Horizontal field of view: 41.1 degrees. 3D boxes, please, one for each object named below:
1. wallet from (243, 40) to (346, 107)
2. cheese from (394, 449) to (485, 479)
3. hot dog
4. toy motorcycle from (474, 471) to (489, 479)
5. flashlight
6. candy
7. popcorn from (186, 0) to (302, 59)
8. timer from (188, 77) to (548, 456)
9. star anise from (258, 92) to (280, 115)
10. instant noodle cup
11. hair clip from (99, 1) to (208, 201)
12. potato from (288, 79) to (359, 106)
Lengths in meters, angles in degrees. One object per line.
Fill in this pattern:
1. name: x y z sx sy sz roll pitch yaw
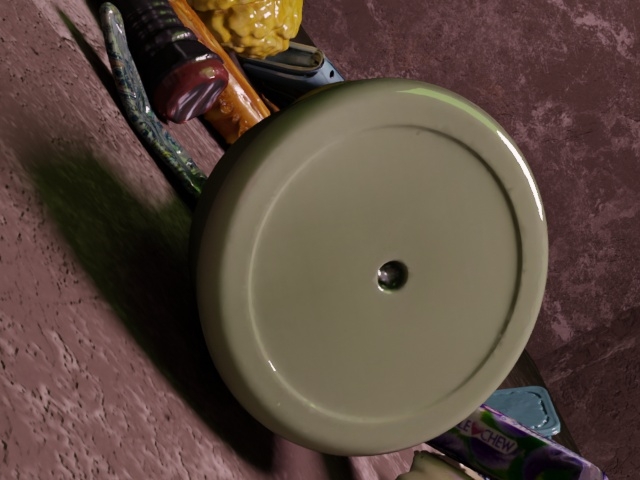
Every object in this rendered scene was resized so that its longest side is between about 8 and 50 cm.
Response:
1. wallet: -0.017 -0.279 1.557 0.176 0.075 0.250 18 -8 29
2. cheese: 0.154 0.295 0.785 0.233 0.127 0.266 34 -6 31
3. hot dog: -0.137 -0.205 1.070 0.269 0.072 0.115 52 14 -19
4. toy motorcycle: 0.236 0.338 1.212 0.114 0.076 0.205 54 11 31
5. flashlight: -0.193 -0.240 0.931 0.232 0.093 0.093 55 11 13
6. candy: 0.115 0.167 0.806 0.312 0.061 0.088 24 -8 39
7. popcorn: -0.136 -0.388 1.365 0.203 0.226 0.200 23 -46 29
8. timer: 0.000 0.000 0.774 0.291 0.290 0.315 53 -10 -21
9. star anise: -0.057 -0.148 1.287 0.212 0.053 0.157 36 28 -51
10. instant noodle cup: 0.323 0.318 1.459 0.179 0.157 0.070 -69 149 -75
11. hair clip: -0.164 -0.124 0.846 0.229 0.036 0.066 62 14 -11
12. potato: 0.094 -0.183 1.419 0.280 0.213 0.330 38 2 24
